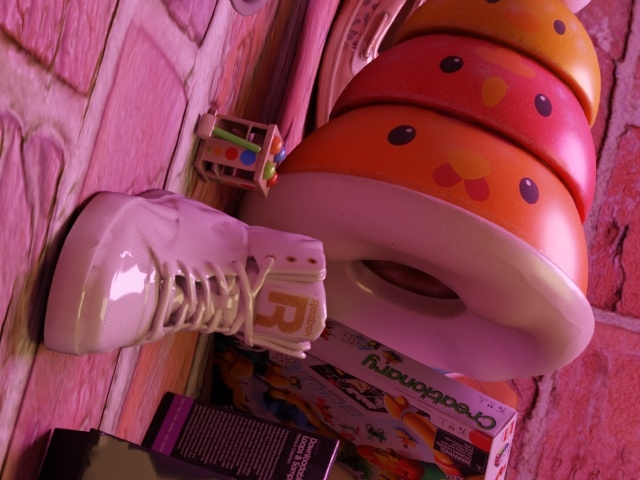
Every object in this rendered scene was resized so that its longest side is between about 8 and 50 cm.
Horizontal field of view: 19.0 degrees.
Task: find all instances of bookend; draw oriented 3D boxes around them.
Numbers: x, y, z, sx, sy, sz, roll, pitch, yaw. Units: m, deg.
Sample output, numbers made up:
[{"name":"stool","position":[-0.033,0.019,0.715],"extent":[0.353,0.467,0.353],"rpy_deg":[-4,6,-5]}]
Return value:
[{"name":"bookend","position":[-0.153,0.188,1.396],"extent":[0.157,0.156,0.072],"rpy_deg":[26,74,-36]}]

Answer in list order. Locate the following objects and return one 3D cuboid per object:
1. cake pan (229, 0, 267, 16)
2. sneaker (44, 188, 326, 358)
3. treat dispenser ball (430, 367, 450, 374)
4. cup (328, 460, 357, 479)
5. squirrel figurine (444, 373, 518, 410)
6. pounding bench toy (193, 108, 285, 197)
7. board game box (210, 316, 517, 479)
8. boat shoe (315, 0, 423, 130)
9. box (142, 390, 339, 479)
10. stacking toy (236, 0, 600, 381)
[{"name":"cake pan","position":[-0.045,-0.313,1.403],"extent":[0.293,0.054,0.293],"rpy_deg":[14,90,-81]},{"name":"sneaker","position":[-0.079,0.031,1.367],"extent":[0.292,0.169,0.108],"rpy_deg":[-41,146,-72]},{"name":"treat dispenser ball","position":[0.118,0.007,2.149],"extent":[0.288,0.288,0.288],"rpy_deg":[14,90,-81]},{"name":"cup","position":[-0.039,0.335,1.764],"extent":[0.331,0.331,0.237],"rpy_deg":[90,-7,-58]},{"name":"squirrel figurine","position":[0.084,0.293,2.449],"extent":[0.370,0.281,0.397],"rpy_deg":[-71,167,16]},{"name":"pounding bench toy","position":[-0.067,-0.076,1.597],"extent":[0.083,0.065,0.052],"rpy_deg":[68,37,-74]},{"name":"board game box","position":[0.033,0.178,1.837],"extent":[0.053,0.305,0.193],"rpy_deg":[-42,149,-43]},{"name":"boat shoe","position":[0.062,-0.219,2.085],"extent":[0.104,0.089,0.285],"rpy_deg":[66,39,-76]},{"name":"box","position":[-0.076,0.201,1.654],"extent":[0.029,0.162,0.116],"rpy_deg":[95,13,-46]},{"name":"stacking toy","position":[0.152,-0.136,1.855],"extent":[0.350,0.351,0.479],"rpy_deg":[82,27,-67]}]
